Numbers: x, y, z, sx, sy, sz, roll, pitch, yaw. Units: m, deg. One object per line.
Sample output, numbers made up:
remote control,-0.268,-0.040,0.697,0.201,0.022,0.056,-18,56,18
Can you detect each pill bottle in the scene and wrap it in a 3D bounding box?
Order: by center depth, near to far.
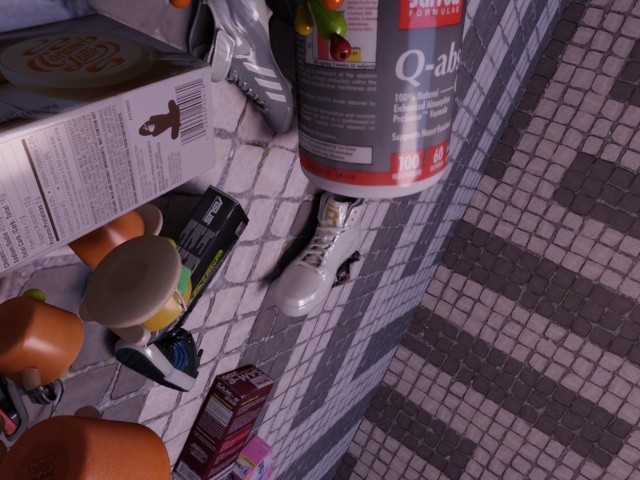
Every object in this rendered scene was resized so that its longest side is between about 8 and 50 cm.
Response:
pill bottle,0.070,-0.254,0.585,0.210,0.210,0.363,-37,135,-44

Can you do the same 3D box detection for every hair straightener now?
hair straightener,-0.312,0.146,0.490,0.089,0.047,0.231,-43,146,-37

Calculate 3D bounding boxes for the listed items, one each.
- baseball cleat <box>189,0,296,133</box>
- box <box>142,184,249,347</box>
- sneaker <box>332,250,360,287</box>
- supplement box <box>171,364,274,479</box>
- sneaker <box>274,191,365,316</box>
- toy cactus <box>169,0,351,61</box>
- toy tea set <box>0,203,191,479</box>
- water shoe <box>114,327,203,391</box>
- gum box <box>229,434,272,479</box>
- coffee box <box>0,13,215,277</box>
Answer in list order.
baseball cleat,-0.093,-0.196,0.552,0.109,0.072,0.206,-42,143,-21
box,-0.162,0.033,0.598,0.191,0.045,0.184,-58,-176,-7
sneaker,0.028,0.080,1.085,0.178,0.077,0.072,-58,156,-6
supplement box,-0.199,0.388,0.974,0.240,0.073,0.130,-64,158,8
sneaker,0.000,0.000,0.917,0.293,0.108,0.169,-52,156,-44
toy cactus,-0.057,-0.273,0.443,0.112,0.218,0.181,-40,-143,43
toy tea set,-0.197,0.104,0.418,0.124,0.199,0.336,63,34,-53
water shoe,-0.229,0.158,0.681,0.203,0.072,0.080,84,20,-60
gum box,-0.188,0.628,1.282,0.107,0.062,0.189,-42,150,-37
coffee box,-0.214,-0.073,0.334,0.246,0.141,0.098,-38,149,-40
